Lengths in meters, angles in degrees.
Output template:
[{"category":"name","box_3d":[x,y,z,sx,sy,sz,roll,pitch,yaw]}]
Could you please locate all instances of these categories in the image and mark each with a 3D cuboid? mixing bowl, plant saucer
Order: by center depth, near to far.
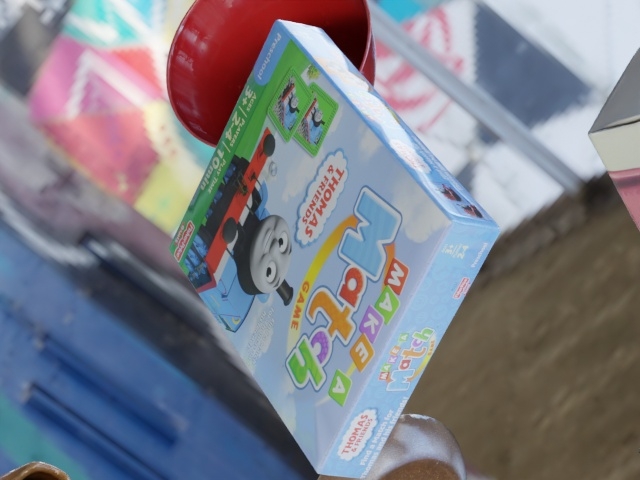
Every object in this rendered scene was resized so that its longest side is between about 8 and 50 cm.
[{"category":"mixing bowl","box_3d":[-0.025,-0.133,1.604,0.181,0.098,0.181,-11,-118,21]},{"category":"plant saucer","box_3d":[0.068,0.259,1.819,0.198,0.198,0.036,-53,-138,-6]}]

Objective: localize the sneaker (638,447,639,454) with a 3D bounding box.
[{"category":"sneaker","box_3d":[0.301,0.119,1.302,0.083,0.087,0.221,-33,167,-30]}]

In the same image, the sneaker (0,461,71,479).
[{"category":"sneaker","box_3d":[-0.235,0.270,1.363,0.123,0.106,0.290,-40,-150,34]}]

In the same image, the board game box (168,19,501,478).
[{"category":"board game box","box_3d":[0.000,0.000,1.062,0.211,0.039,0.160,51,-57,46]}]

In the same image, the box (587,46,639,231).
[{"category":"box","box_3d":[0.334,-0.043,1.561,0.127,0.232,0.148,-15,-155,37]}]
